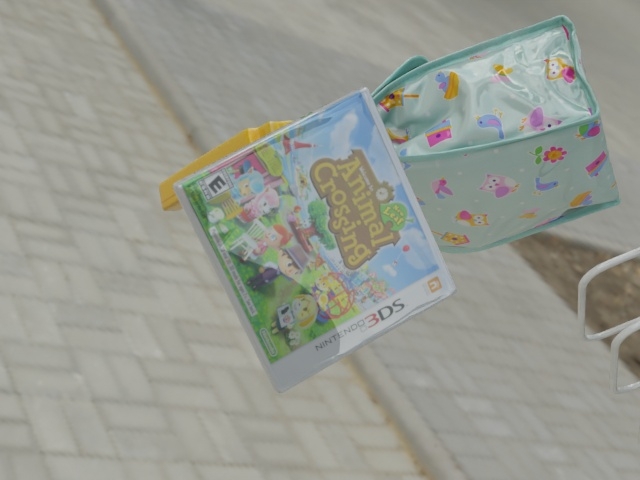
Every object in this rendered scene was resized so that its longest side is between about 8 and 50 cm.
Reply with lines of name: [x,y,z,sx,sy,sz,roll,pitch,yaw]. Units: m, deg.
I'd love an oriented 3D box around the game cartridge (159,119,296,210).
game cartridge: [-0.003,-0.095,1.485,0.323,0.285,0.053,-7,82,-32]

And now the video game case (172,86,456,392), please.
video game case: [0.000,0.000,1.042,0.212,0.193,0.023,65,-13,-15]

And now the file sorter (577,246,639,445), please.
file sorter: [0.382,0.143,1.106,0.193,0.173,0.278,67,-1,-61]

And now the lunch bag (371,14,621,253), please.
lunch bag: [0.171,-0.099,1.265,0.223,0.262,0.160,50,26,-58]
